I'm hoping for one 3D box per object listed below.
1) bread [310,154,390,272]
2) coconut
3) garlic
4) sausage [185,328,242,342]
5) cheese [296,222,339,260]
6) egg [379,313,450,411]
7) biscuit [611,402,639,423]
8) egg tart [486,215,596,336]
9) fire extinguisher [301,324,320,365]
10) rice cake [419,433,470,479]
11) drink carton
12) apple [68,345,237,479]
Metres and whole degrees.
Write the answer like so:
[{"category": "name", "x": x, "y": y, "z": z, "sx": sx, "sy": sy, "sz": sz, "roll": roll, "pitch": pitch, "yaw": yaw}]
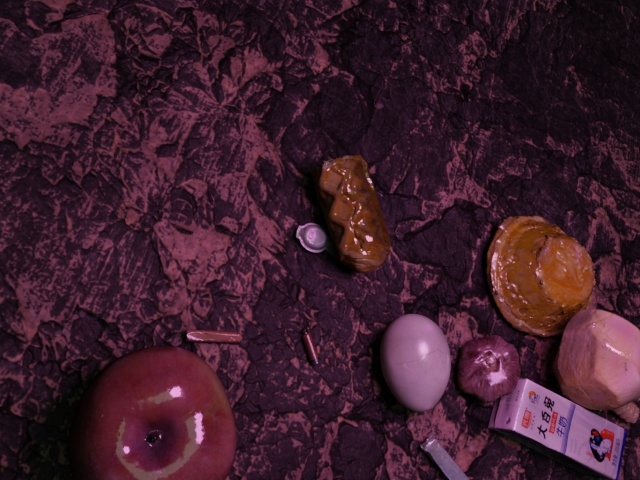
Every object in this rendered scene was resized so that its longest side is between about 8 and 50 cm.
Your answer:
[{"category": "bread", "x": 0.073, "y": -0.059, "z": 1.267, "sx": 0.152, "sy": 0.130, "sz": 0.267, "roll": -7, "pitch": 78, "yaw": -56}, {"category": "coconut", "x": 0.659, "y": 0.266, "z": 1.324, "sx": 0.198, "sy": 0.236, "sz": 0.236, "roll": 20, "pitch": 62, "yaw": 31}, {"category": "garlic", "x": 0.388, "y": 0.293, "z": 1.314, "sx": 0.159, "sy": 0.102, "sz": 0.147, "roll": -41, "pitch": 75, "yaw": -16}, {"category": "sausage", "x": -0.215, "y": 0.194, "z": 1.153, "sx": 0.116, "sy": 0.026, "sz": 0.026, "roll": 6, "pitch": 75, "yaw": -21}, {"category": "cheese", "x": 0.000, "y": 0.000, "z": 1.285, "sx": 0.121, "sy": 0.026, "sz": 0.067, "roll": 23, "pitch": 69, "yaw": -23}, {"category": "egg", "x": 0.205, "y": 0.263, "z": 1.230, "sx": 0.151, "sy": 0.151, "sz": 0.209, "roll": -4, "pitch": 80, "yaw": -22}, {"category": "biscuit", "x": 0.720, "y": 0.387, "z": 1.452, "sx": 0.219, "sy": 0.055, "sz": 0.061, "roll": 35, "pitch": 51, "yaw": -10}, {"category": "egg tart", "x": 0.574, "y": 0.083, "z": 1.432, "sx": 0.342, "sy": 0.132, "sz": 0.340, "roll": 5, "pitch": 76, "yaw": -22}, {"category": "fire extinguisher", "x": -0.020, "y": 0.224, "z": 1.221, "sx": 0.028, "sy": 0.022, "sz": 0.083, "roll": -20, "pitch": 83, "yaw": 12}, {"category": "rice cake", "x": 0.295, "y": 0.520, "z": 1.265, "sx": 0.043, "sy": 0.034, "sz": 0.210, "roll": -38, "pitch": 93, "yaw": -16}, {"category": "drink carton", "x": 0.562, "y": 0.445, "z": 1.349, "sx": 0.315, "sy": 0.107, "sz": 0.130, "roll": 29, "pitch": 67, "yaw": -12}, {"category": "apple", "x": -0.280, "y": 0.336, "z": 0.976, "sx": 0.306, "sy": 0.235, "sz": 0.305, "roll": 5, "pitch": 77, "yaw": -19}]
